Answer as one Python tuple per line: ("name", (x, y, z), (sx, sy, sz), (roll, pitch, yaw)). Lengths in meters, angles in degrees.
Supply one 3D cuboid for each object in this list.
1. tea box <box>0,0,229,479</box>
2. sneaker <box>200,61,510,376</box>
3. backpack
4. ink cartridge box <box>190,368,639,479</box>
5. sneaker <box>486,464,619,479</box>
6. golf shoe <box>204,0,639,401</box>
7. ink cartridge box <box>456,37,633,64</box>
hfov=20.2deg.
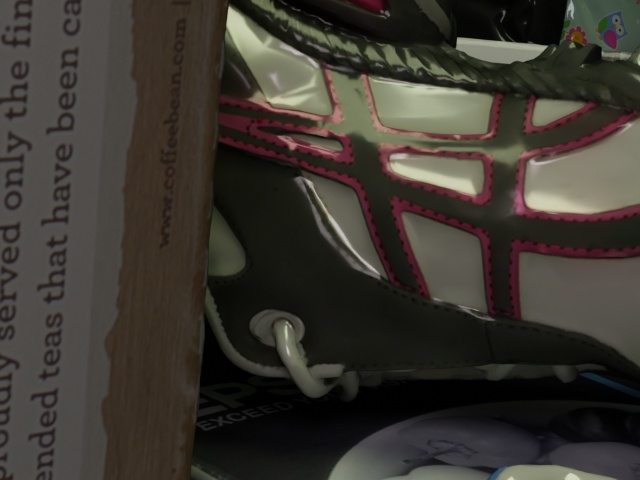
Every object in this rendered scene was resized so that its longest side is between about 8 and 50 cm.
("tea box", (-0.191, -0.086, 0.398), (0.220, 0.329, 0.323), (-5, 18, -36))
("sneaker", (0.000, 0.000, 0.526), (0.188, 0.066, 0.071), (-15, -16, 0))
("backpack", (0.135, -0.094, 0.971), (0.182, 0.152, 0.115), (9, 13, -43))
("ink cartridge box", (0.044, 0.058, 0.488), (0.206, 0.045, 0.208), (-7, 16, -40))
("sneaker", (0.041, 0.100, 0.239), (0.080, 0.081, 0.211), (4, 15, -11))
("golf shoe", (0.042, 0.001, 0.441), (0.273, 0.120, 0.105), (31, -3, 20))
("ink cartridge box", (0.090, -0.013, 0.633), (0.190, 0.082, 0.139), (6, -9, -3))
